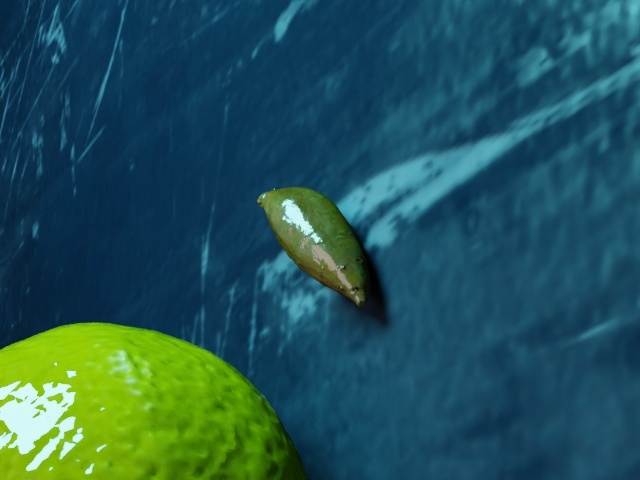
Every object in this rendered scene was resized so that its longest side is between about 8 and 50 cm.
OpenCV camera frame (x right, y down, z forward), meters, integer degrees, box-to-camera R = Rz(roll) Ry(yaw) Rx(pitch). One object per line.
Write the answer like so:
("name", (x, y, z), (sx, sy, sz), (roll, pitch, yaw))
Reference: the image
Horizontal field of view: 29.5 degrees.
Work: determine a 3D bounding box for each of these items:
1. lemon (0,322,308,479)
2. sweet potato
("lemon", (-0.096, 0.138, 0.555), (0.192, 0.192, 0.231), (-65, 36, 27))
("sweet potato", (0.000, 0.000, 0.581), (0.095, 0.034, 0.034), (47, 124, 39))
